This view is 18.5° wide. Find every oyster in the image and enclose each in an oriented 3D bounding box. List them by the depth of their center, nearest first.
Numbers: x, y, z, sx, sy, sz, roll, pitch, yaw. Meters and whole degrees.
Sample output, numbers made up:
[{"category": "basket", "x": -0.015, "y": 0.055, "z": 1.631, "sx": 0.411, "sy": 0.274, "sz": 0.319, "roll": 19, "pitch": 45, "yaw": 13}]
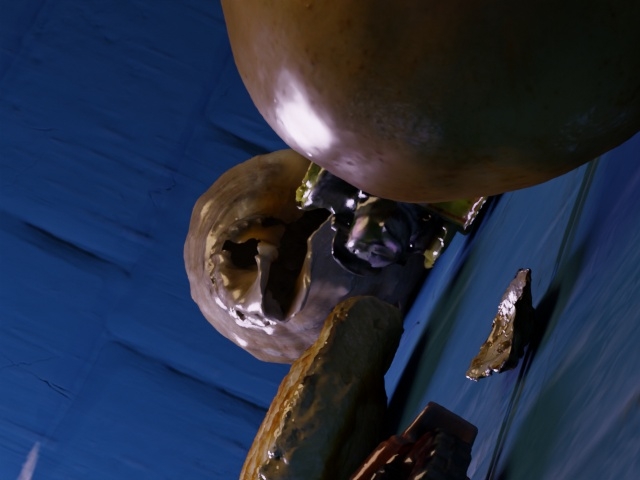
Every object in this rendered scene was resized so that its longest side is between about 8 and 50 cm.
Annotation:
[{"category": "oyster", "x": 0.089, "y": 0.043, "z": 0.924, "sx": 0.083, "sy": 0.019, "sz": 0.054, "roll": 127, "pitch": 165, "yaw": -76}]

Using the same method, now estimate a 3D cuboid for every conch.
[{"category": "conch", "x": 0.008, "y": 0.005, "z": 1.708, "sx": 0.263, "sy": 0.186, "sz": 0.324, "roll": -49, "pitch": 20, "yaw": 12}]

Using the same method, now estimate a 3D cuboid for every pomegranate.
[{"category": "pomegranate", "x": 0.061, "y": -0.124, "z": 0.853, "sx": 0.233, "sy": 0.233, "sz": 0.233, "roll": -156, "pitch": 90, "yaw": -89}]

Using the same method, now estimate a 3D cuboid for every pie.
[{"category": "pie", "x": 0.001, "y": 0.137, "z": 1.425, "sx": 0.179, "sy": 0.084, "sz": 0.205, "roll": -64, "pitch": 0, "yaw": 37}]

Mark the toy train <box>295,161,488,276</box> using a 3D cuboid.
[{"category": "toy train", "x": 0.080, "y": -0.102, "z": 1.435, "sx": 0.177, "sy": 0.134, "sz": 0.261, "roll": 116, "pitch": 177, "yaw": -58}]

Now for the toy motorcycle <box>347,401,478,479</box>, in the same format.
[{"category": "toy motorcycle", "x": 0.005, "y": 0.158, "z": 0.876, "sx": 0.212, "sy": 0.084, "sz": 0.118, "roll": -58, "pitch": 3, "yaw": 21}]
